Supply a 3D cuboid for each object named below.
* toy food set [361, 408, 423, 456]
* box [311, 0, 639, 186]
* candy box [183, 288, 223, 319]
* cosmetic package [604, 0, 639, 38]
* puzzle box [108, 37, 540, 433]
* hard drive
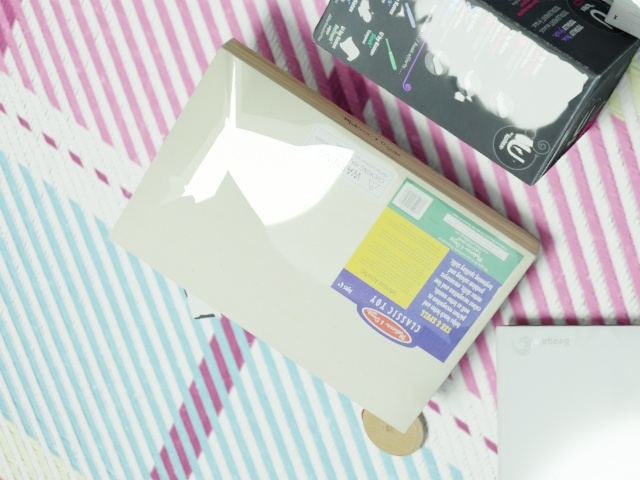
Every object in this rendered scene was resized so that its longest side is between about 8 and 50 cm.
[{"bbox_3d":[0.086,0.221,1.911,0.082,0.020,0.083,-9,108,33],"label":"toy food set"},{"bbox_3d":[0.157,-0.203,1.574,0.270,0.165,0.143,35,125,12],"label":"box"},{"bbox_3d":[-0.082,-0.002,1.870,0.196,0.070,0.165,-8,109,32],"label":"candy box"},{"bbox_3d":[0.398,-0.203,1.500,0.239,0.060,0.099,30,122,15],"label":"cosmetic package"},{"bbox_3d":[0.000,0.000,1.759,0.409,0.052,0.272,34,114,-1],"label":"puzzle box"},{"bbox_3d":[0.289,0.245,1.718,0.203,0.040,0.308,-2,88,31],"label":"hard drive"}]
